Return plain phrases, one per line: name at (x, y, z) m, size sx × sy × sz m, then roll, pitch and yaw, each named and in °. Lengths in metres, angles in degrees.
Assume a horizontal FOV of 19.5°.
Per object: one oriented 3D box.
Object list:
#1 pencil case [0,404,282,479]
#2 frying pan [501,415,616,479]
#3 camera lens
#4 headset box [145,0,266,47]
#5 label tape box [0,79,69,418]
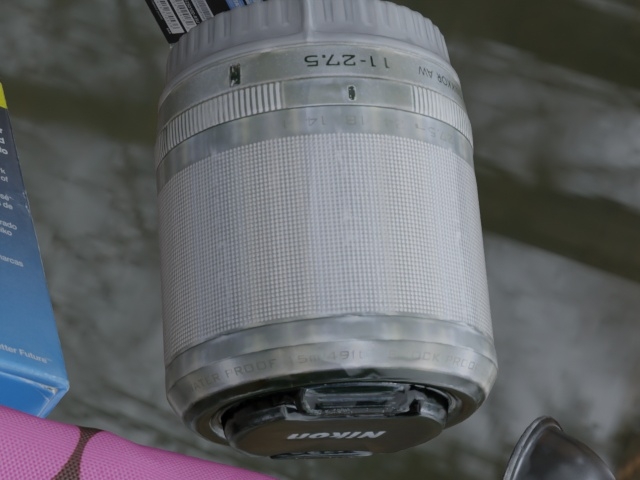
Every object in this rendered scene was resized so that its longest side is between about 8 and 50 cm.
pencil case at (-0.084, 0.083, 0.447) m, size 0.098 × 0.209 × 0.095 m, roll 114°, pitch -5°, yaw -73°
frying pan at (0.104, 0.236, 0.847) m, size 0.197 × 0.053 × 0.326 m, roll -49°, pitch 139°, yaw -58°
camera lens at (0.000, 0.000, 1.261) m, size 0.219 × 0.219 × 0.274 m, roll 40°, pitch 42°, yaw -63°
headset box at (-0.067, -0.345, 1.550) m, size 0.283 × 0.131 × 0.246 m, roll -59°, pitch 134°, yaw -40°
label tape box at (-0.290, -0.037, 1.038) m, size 0.241 × 0.333 × 0.106 m, roll 20°, pitch 125°, yaw -35°
